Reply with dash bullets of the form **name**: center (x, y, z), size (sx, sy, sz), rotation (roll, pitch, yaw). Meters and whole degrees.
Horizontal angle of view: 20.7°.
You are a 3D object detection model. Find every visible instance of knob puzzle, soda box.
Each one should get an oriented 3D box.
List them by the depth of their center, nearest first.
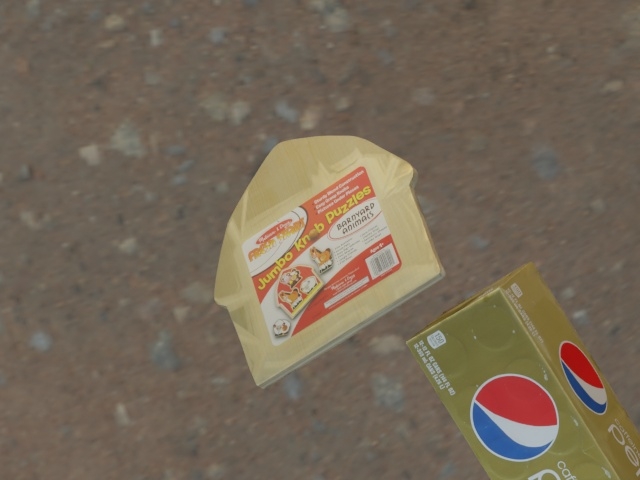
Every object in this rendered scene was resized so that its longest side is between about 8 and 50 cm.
- **soda box**: center (0.122, 0.106, 0.880), size (0.061, 0.058, 0.181), rotation (-33, 89, 26)
- **knob puzzle**: center (0.000, 0.000, 1.365), size (0.213, 0.030, 0.213), rotation (-17, 58, 28)
